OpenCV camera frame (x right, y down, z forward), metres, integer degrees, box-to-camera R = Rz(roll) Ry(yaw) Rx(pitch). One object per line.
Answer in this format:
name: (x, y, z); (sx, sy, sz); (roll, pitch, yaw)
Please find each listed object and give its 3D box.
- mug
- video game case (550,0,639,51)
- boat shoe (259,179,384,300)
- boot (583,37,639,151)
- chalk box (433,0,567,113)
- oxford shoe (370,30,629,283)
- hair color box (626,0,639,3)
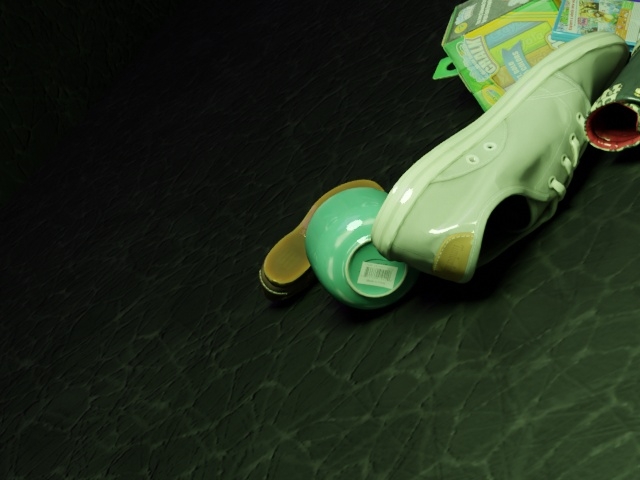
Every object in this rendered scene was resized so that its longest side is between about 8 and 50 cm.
mug: (0.065, 0.007, 1.566); (0.158, 0.129, 0.097); (-34, 23, 2)
video game case: (0.382, -0.271, 1.713); (0.166, 0.015, 0.119); (11, 38, 12)
boat shoe: (0.000, 0.000, 1.766); (0.207, 0.073, 0.073); (-37, -20, -22)
boot: (0.402, -0.189, 1.477); (0.178, 0.085, 0.236); (-48, 13, -34)
chalk box: (0.256, -0.267, 1.868); (0.213, 0.132, 0.132); (-24, 24, 29)
oxford shoe: (0.235, -0.091, 1.545); (0.449, 0.130, 0.169); (-40, -24, -35)
hair color box: (0.432, -0.401, 1.925); (0.339, 0.110, 0.185); (-26, 24, 28)
